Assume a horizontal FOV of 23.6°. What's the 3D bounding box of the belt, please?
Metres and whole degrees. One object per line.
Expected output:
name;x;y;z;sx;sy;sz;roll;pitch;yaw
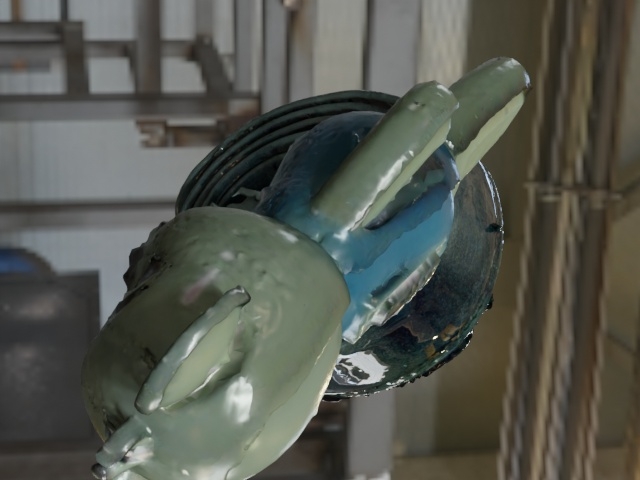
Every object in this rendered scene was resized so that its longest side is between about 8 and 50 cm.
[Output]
belt;-0.003;-0.001;1.066;0.267;0.116;0.206;-1;-117;41

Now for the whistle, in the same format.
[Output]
whistle;0.000;0.000;0.505;0.235;0.077;0.114;-44;167;-41
